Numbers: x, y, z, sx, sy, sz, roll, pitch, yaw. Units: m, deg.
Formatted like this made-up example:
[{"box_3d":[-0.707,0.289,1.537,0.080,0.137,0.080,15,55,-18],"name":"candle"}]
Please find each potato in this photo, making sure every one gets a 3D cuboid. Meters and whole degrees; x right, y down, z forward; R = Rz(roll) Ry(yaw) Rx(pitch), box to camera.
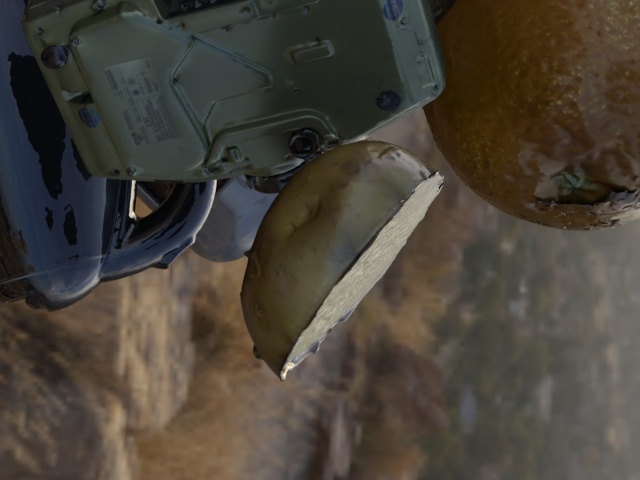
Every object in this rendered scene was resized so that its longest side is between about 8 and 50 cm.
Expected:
[{"box_3d":[0.000,0.000,1.005,0.164,0.081,0.200,-47,174,-23],"name":"potato"}]

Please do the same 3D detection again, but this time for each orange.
[{"box_3d":[0.207,-0.138,1.263,0.274,0.274,0.274,1,90,-70],"name":"orange"}]

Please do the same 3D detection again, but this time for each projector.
[{"box_3d":[-0.054,-0.124,1.110,0.088,0.269,0.193,-88,162,-52],"name":"projector"}]

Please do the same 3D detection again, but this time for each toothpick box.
[{"box_3d":[-0.133,-0.113,1.894,0.316,0.229,0.229,46,33,-7],"name":"toothpick box"}]

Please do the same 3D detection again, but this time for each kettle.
[{"box_3d":[-0.232,-0.088,1.393,0.207,0.268,0.290,100,-25,-86],"name":"kettle"}]
